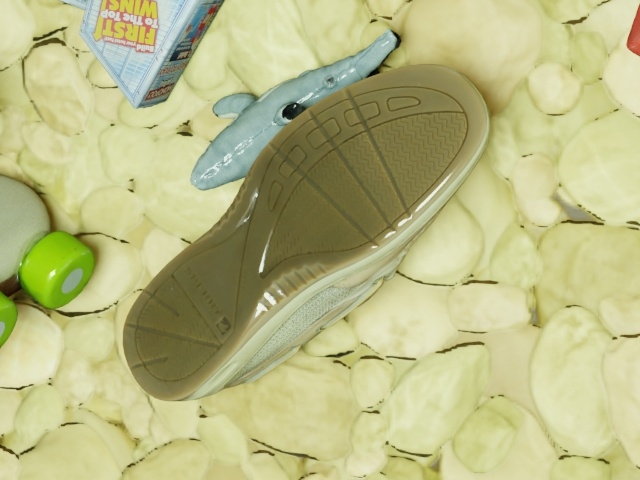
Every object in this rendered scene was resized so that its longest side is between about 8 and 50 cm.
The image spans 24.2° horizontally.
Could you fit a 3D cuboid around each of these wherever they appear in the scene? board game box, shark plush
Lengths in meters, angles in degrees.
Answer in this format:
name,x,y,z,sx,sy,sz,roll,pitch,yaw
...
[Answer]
name,x,y,z,sx,sy,sz,roll,pitch,yaw
board game box,-0.131,-0.197,1.000,0.194,0.060,0.194,21,105,12
shark plush,-0.011,-0.079,0.981,0.161,0.067,0.073,-21,93,19

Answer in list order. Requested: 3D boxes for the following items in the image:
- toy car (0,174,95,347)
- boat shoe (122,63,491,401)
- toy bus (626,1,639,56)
name,x,y,z,sx,sy,sz,roll,pitch,yaw
toy car,-0.268,0.052,1.073,0.155,0.149,0.188,35,135,18
boat shoe,0.000,0.000,0.980,0.302,0.098,0.109,-43,65,21
toy bus,0.224,-0.181,0.870,0.104,0.191,0.202,9,107,60
